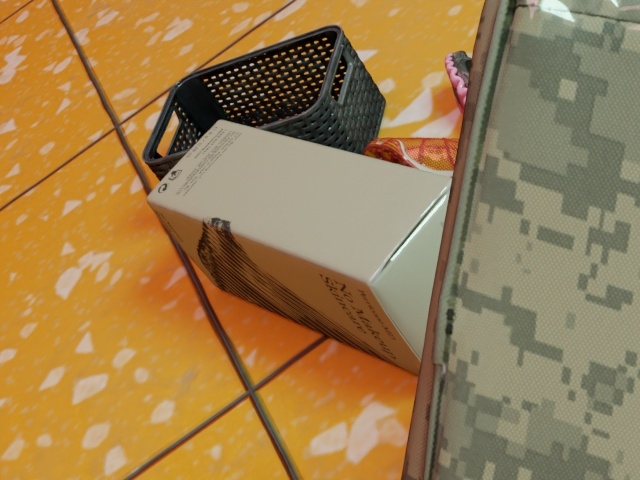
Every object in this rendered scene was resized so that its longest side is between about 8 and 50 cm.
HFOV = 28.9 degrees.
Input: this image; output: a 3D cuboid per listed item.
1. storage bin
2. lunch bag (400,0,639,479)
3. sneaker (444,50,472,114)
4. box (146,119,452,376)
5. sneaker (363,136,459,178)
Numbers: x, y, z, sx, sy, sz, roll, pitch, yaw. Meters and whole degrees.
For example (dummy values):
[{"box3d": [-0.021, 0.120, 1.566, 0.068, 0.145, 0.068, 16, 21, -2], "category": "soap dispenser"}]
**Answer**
[{"box3d": [-0.047, -0.095, 1.055, 0.180, 0.084, 0.122, -15, 39, 28], "category": "storage bin"}, {"box3d": [0.176, 0.053, 0.467, 0.256, 0.212, 0.305, 11, 94, 14], "category": "lunch bag"}, {"box3d": [0.136, -0.114, 0.963, 0.057, 0.047, 0.119, -26, 42, 2], "category": "sneaker"}, {"box3d": [0.000, 0.000, 0.878, 0.094, 0.113, 0.275, -48, 35, -17], "category": "box"}, {"box3d": [0.104, -0.048, 0.905, 0.175, 0.064, 0.067, 15, 38, 43], "category": "sneaker"}]
